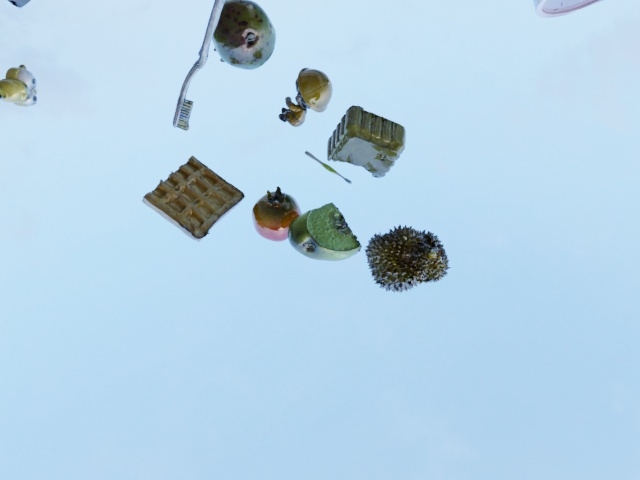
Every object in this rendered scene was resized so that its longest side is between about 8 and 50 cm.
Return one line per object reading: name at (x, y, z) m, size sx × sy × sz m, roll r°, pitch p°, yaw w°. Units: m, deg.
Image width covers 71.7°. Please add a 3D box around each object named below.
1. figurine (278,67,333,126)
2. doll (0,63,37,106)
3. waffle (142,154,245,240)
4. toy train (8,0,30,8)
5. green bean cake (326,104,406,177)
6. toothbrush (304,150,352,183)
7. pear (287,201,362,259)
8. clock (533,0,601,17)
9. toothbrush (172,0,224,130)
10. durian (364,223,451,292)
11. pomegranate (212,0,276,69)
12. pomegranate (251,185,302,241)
figurine at (-0.053, -0.594, 1.867) m, size 0.167 × 0.257 × 0.192 m, roll 41°, pitch -145°, yaw 3°
doll at (-0.782, -0.359, 1.081) m, size 0.086 × 0.117 × 0.291 m, roll 9°, pitch -154°, yaw -2°
waffle at (-0.519, -0.173, 1.844) m, size 0.304 × 0.077 × 0.348 m, roll 38°, pitch -134°, yaw -2°
toy train at (-0.666, -0.596, 0.894) m, size 0.082 × 0.204 × 0.131 m, roll -19°, pitch -123°, yaw 24°
green bean cake at (0.157, -0.329, 1.559) m, size 0.236 × 0.233 × 0.124 m, roll 17°, pitch -120°, yaw -14°
toothbrush at (0.033, -0.328, 1.985) m, size 0.263 × 0.022 × 0.026 m, roll 36°, pitch -163°, yaw 14°
pear at (0.000, 0.000, 1.767) m, size 0.255 × 0.164 × 0.238 m, roll -24°, pitch -103°, yaw -44°
clock at (0.506, -0.508, 0.838) m, size 0.196 × 0.197 × 0.068 m, roll -14°, pitch -90°, yaw -4°
toothbrush at (-0.242, -0.431, 0.944) m, size 0.042 × 0.414 × 0.035 m, roll 17°, pitch -158°, yaw -22°
durian at (0.300, 0.062, 1.527) m, size 0.292 × 0.258 × 0.258 m, roll -6°, pitch -133°, yaw 25°
pomegranate at (-0.295, -0.711, 1.531) m, size 0.285 × 0.231 × 0.231 m, roll 18°, pitch -127°, yaw 38°
pomegranate at (-0.188, -0.117, 1.897) m, size 0.220 × 0.257 × 0.221 m, roll 3°, pitch -133°, yaw -3°
